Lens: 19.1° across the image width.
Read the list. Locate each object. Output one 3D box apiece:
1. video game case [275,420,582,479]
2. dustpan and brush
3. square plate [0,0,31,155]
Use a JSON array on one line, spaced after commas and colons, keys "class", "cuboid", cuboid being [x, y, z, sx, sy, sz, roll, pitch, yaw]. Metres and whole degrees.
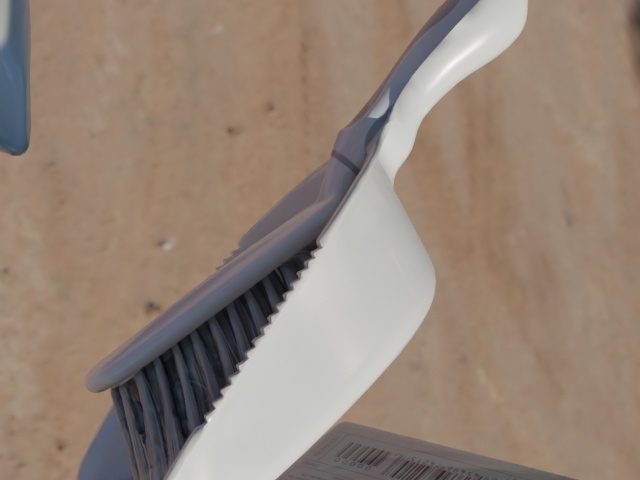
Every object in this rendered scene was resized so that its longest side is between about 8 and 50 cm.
[{"class": "video game case", "cuboid": [0.040, 0.122, 0.580, 0.173, 0.190, 0.022, -36, 128, -48]}, {"class": "dustpan and brush", "cuboid": [0.000, 0.000, 0.520, 0.060, 0.211, 0.147, 51, -10, -7]}, {"class": "square plate", "cuboid": [-0.262, -0.214, 0.827, 0.347, 0.049, 0.344, 31, 24, -24]}]
